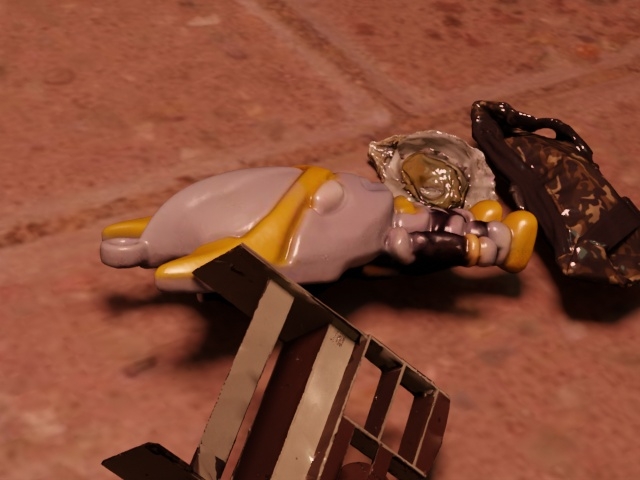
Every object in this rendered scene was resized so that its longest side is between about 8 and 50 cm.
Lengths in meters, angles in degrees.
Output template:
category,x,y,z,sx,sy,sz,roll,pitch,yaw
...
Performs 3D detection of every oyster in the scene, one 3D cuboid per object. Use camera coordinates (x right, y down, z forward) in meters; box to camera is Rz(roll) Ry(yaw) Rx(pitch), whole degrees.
category,x,y,z,sx,sy,sz,roll,pitch,yaw
oyster,0.093,-0.043,1.017,0.098,0.037,0.100,-10,62,2

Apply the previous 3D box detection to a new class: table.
category,x,y,z,sx,sy,sz,roll,pitch,yaw
table,-0.019,0.112,0.734,0.175,0.062,0.146,39,49,-21

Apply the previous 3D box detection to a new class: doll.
category,x,y,z,sx,sy,sz,roll,pitch,yaw
doll,0.002,0.000,0.881,0.316,0.103,0.145,0,36,-23

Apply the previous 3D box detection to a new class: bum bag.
category,x,y,z,sx,sy,sz,roll,pitch,yaw
bum bag,0.197,-0.037,0.999,0.102,0.069,0.248,26,28,-32
